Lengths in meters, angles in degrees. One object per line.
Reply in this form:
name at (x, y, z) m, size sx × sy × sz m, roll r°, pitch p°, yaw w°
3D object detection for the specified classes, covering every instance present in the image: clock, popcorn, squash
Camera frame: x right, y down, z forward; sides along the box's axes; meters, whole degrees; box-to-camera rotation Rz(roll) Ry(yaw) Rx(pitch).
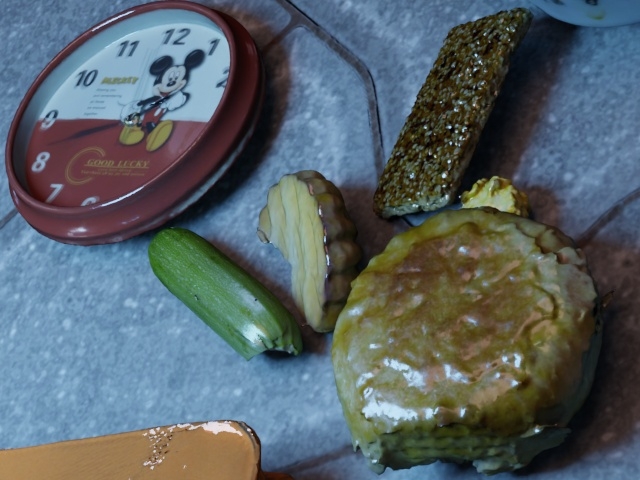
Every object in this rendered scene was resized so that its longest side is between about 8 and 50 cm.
clock at (-0.201, -0.127, 2.048) m, size 0.318 × 0.080 × 0.318 m, roll -18°, pitch 47°, yaw 21°
popcorn at (0.158, -0.020, 1.770) m, size 0.083 × 0.057 × 0.082 m, roll -17°, pitch 59°, yaw 17°
squash at (-0.095, 0.055, 1.863) m, size 0.069 × 0.069 × 0.239 m, roll -48°, pitch 46°, yaw -6°

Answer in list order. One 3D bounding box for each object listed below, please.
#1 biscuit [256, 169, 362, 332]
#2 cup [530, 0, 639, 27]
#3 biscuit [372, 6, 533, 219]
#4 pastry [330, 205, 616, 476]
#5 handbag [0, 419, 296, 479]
biscuit at (0.000, 0.000, 1.844) m, size 0.118 × 0.061 × 0.183 m, roll -65°, pitch 34°, yaw 38°
cup at (0.294, -0.343, 1.838) m, size 0.347 × 0.163 × 0.347 m, roll -16°, pitch 53°, yaw 22°
biscuit at (0.126, -0.126, 1.852) m, size 0.131 × 0.025 × 0.231 m, roll -12°, pitch 48°, yaw 56°
pastry at (0.131, 0.089, 1.666) m, size 0.257 × 0.121 × 0.235 m, roll -10°, pitch 55°, yaw 22°
handbag at (-0.225, 0.322, 1.701) m, size 0.410 × 0.116 × 0.303 m, roll -10°, pitch 46°, yaw 27°
